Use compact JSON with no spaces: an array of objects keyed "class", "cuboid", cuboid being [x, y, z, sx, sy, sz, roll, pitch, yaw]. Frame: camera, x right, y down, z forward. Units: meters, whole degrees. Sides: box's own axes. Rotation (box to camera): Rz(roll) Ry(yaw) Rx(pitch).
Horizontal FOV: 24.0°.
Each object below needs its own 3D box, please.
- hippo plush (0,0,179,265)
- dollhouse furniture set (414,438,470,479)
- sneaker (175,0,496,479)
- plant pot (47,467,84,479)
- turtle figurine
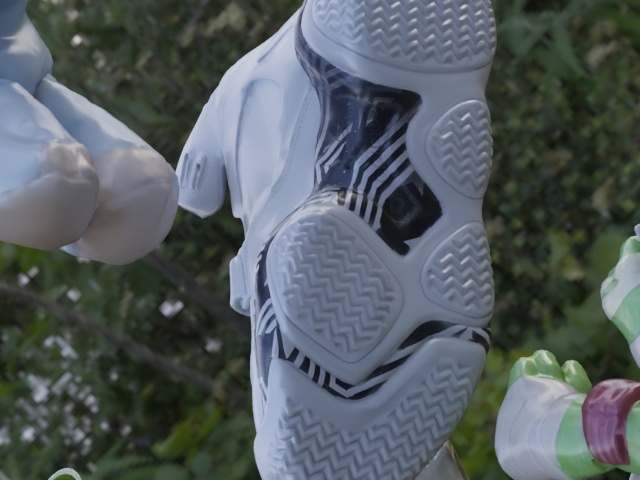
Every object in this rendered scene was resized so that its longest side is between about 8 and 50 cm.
[{"class":"hippo plush","cuboid":[-0.188,-0.124,0.909,0.294,0.234,0.236,12,88,64]},{"class":"dollhouse furniture set","cuboid":[0.057,0.270,1.336,0.184,0.129,0.129,-27,-2,3]},{"class":"sneaker","cuboid":[0.000,0.000,0.916,0.210,0.137,0.366,-33,44,56]},{"class":"plant pot","cuboid":[-0.138,0.196,0.966,0.079,0.083,0.083,22,-60,-31]},{"class":"turtle figurine","cuboid":[0.211,0.053,0.669,0.198,0.274,0.266,-10,-4,-27]}]
